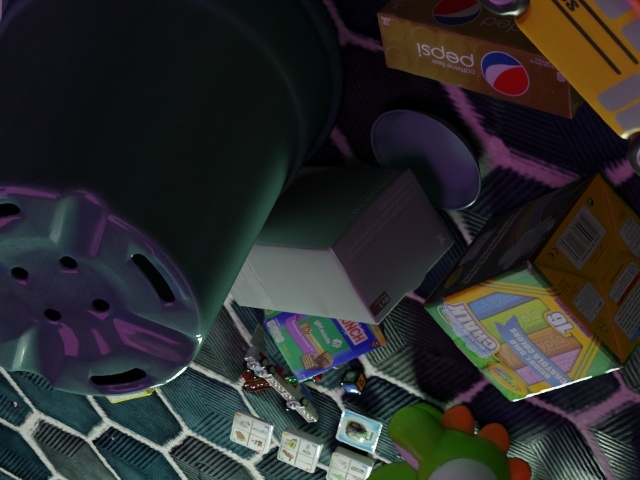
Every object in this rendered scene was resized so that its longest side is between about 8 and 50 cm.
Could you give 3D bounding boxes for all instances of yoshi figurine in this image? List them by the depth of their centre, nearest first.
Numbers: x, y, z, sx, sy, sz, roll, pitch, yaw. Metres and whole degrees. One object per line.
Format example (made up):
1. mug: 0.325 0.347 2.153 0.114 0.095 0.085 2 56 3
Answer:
1. yoshi figurine: 0.171 0.352 1.849 0.362 0.203 0.203 51 160 16

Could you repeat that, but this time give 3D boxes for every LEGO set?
1. LEGO set: -0.009 0.199 2.030 0.182 0.060 0.244 21 146 7

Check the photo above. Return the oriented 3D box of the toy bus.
1. toy bus: 0.222 -0.185 1.257 0.332 0.108 0.130 46 145 -8

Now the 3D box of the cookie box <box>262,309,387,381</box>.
1. cookie box: 0.005 0.089 1.811 0.107 0.040 0.092 -24 120 7

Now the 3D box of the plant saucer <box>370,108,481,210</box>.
1. plant saucer: 0.102 -0.080 1.582 0.119 0.021 0.119 27 146 20

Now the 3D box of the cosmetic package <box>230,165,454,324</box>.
1. cosmetic package: 0.000 0.000 1.663 0.238 0.127 0.107 -1 129 53

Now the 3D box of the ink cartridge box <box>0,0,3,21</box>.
1. ink cartridge box: -0.271 -0.217 1.713 0.139 0.082 0.190 36 139 10

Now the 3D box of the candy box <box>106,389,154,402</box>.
1. candy box: -0.310 0.130 2.245 0.206 0.027 0.105 51 148 -16

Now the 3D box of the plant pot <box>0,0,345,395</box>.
1. plant pot: -0.181 -0.065 1.510 0.341 0.334 0.341 10 136 10

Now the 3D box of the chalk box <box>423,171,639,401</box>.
1. chalk box: 0.197 0.051 1.542 0.132 0.132 0.213 47 148 -10

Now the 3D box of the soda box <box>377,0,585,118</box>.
1. soda box: 0.140 -0.162 1.412 0.181 0.058 0.061 20 142 29

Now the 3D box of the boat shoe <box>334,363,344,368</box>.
1. boat shoe: -0.021 0.083 1.871 0.049 0.056 0.152 -1 129 40
